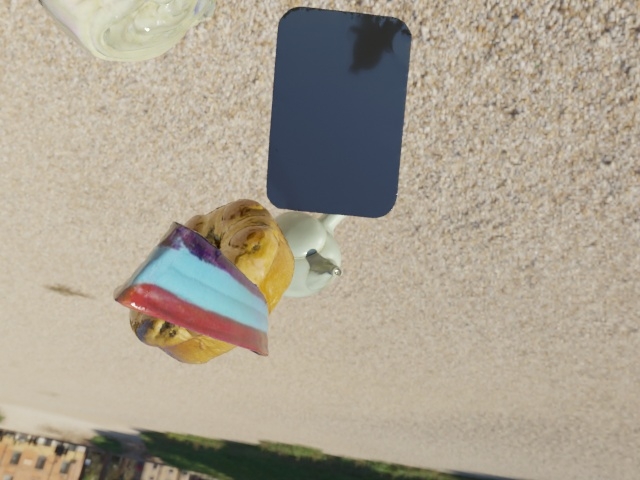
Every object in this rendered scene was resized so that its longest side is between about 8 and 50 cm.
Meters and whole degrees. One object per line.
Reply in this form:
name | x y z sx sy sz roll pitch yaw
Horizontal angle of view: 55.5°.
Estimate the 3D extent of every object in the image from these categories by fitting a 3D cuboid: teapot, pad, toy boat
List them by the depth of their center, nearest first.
toy boat | -0.115 0.066 0.638 0.136 0.079 0.392 27 168 11
pad | 0.024 -0.168 0.808 0.181 0.267 0.004 5 -175 -4
teapot | -0.034 -0.014 1.376 0.219 0.318 0.149 14 134 6

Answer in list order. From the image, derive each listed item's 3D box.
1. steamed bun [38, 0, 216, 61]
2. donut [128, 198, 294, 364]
steamed bun | -0.248 -0.437 0.803 0.352 0.339 0.247 63 167 -19
donut | -0.198 0.069 1.116 0.317 0.299 0.150 -26 130 14
